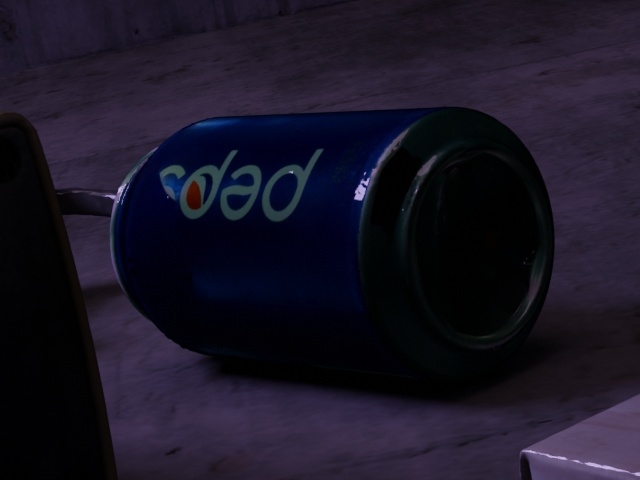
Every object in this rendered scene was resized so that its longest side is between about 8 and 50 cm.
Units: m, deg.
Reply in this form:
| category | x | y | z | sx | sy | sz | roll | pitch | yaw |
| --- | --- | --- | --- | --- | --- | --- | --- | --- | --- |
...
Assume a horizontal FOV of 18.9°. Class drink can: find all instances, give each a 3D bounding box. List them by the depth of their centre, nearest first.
| category | x | y | z | sx | sy | sz | roll | pitch | yaw |
| --- | --- | --- | --- | --- | --- | --- | --- | --- | --- |
| drink can | 0.000 | 0.000 | 0.857 | 0.118 | 0.118 | 0.205 | -21 | 15 | -40 |

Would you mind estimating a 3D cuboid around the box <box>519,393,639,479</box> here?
| category | x | y | z | sx | sy | sz | roll | pitch | yaw |
| --- | --- | --- | --- | --- | --- | --- | --- | --- | --- |
| box | 0.164 | 0.073 | 0.449 | 0.135 | 0.081 | 0.199 | -20 | 12 | -35 |

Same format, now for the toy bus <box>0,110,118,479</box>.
| category | x | y | z | sx | sy | sz | roll | pitch | yaw |
| --- | --- | --- | --- | --- | --- | --- | --- | --- | --- |
| toy bus | -0.263 | 0.073 | 0.640 | 0.365 | 0.177 | 0.202 | -17 | 9 | -39 |

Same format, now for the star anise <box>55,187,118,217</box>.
| category | x | y | z | sx | sy | sz | roll | pitch | yaw |
| --- | --- | --- | --- | --- | --- | --- | --- | --- | --- |
| star anise | -0.266 | 0.025 | 1.026 | 0.359 | 0.139 | 0.316 | 12 | 29 | 26 |
